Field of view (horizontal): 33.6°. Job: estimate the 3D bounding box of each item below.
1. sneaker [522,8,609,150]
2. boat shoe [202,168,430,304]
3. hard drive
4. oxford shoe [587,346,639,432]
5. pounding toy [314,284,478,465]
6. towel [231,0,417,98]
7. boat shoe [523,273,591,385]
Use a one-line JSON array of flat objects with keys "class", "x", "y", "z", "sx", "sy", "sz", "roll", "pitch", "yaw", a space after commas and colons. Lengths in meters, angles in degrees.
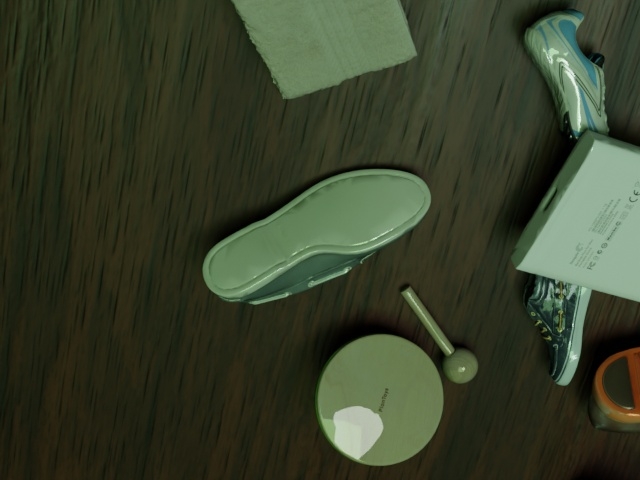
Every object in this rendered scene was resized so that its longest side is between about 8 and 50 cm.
[{"class": "sneaker", "x": 0.331, "y": -0.178, "z": 1.334, "sx": 0.086, "sy": 0.085, "sz": 0.237, "roll": -26, "pitch": 115, "yaw": 4}, {"class": "boat shoe", "x": 0.000, "y": 0.000, "z": 1.431, "sx": 0.319, "sy": 0.116, "sz": 0.099, "roll": -24, "pitch": 156, "yaw": 4}, {"class": "hard drive", "x": 0.428, "y": -0.013, "z": 1.380, "sx": 0.307, "sy": 0.040, "sz": 0.203, "roll": 14, "pitch": 122, "yaw": -20}, {"class": "oxford shoe", "x": 0.553, "y": 0.199, "z": 1.507, "sx": 0.363, "sy": 0.130, "sz": 0.133, "roll": -7, "pitch": 148, "yaw": -3}, {"class": "pounding toy", "x": 0.090, "y": 0.204, "z": 1.519, "sx": 0.237, "sy": 0.110, "sz": 0.183, "roll": -45, "pitch": 97, "yaw": -12}, {"class": "towel", "x": -0.005, "y": -0.283, "z": 1.245, "sx": 0.187, "sy": 0.049, "sz": 0.282, "roll": -16, "pitch": 146, "yaw": 10}, {"class": "boat shoe", "x": 0.321, "y": 0.113, "z": 1.482, "sx": 0.083, "sy": 0.065, "sz": 0.183, "roll": 5, "pitch": 108, "yaw": -1}]
